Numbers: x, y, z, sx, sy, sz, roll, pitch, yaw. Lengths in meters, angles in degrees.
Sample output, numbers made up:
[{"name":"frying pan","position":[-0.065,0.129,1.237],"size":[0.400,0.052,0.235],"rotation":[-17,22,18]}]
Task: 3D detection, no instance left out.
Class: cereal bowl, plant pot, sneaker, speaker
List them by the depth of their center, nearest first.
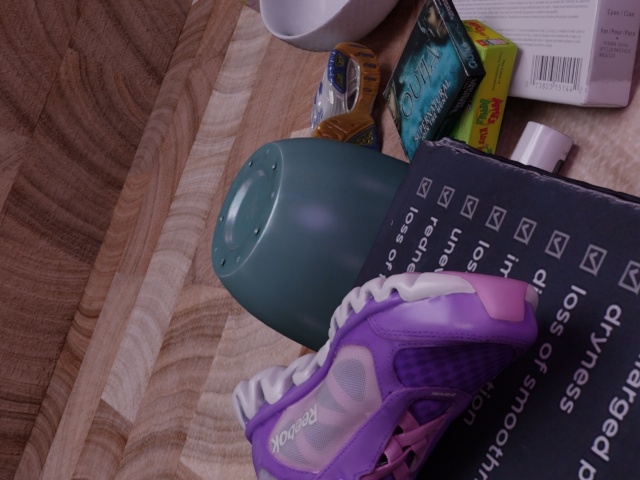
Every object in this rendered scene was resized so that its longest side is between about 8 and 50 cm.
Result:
[{"name":"sneaker","position":[0.030,0.098,0.426],"size":[0.236,0.095,0.104],"rotation":[-45,40,47]},{"name":"speaker","position":[0.222,-0.059,0.882],"size":[0.136,0.055,0.055],"rotation":[-65,26,5]},{"name":"plant pot","position":[0.000,0.000,1.057],"size":[0.293,0.235,0.293],"rotation":[-44,34,41]},{"name":"sneaker","position":[0.032,-0.169,1.313],"size":[0.131,0.112,0.296],"rotation":[127,158,-65]},{"name":"cereal bowl","position":[0.052,-0.479,1.417],"size":[0.339,0.141,0.339],"rotation":[-25,55,41]}]

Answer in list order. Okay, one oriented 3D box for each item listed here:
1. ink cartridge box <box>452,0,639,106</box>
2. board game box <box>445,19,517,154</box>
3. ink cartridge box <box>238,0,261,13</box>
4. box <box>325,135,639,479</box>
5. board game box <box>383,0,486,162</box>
[{"name":"ink cartridge box","position":[0.241,-0.295,0.915],"size":[0.296,0.066,0.261],"rotation":[-146,55,-63]},{"name":"board game box","position":[0.175,-0.160,0.964],"size":[0.092,0.043,0.181],"rotation":[-123,31,-50]},{"name":"ink cartridge box","position":[-0.127,-0.564,1.617],"size":[0.207,0.353,0.119],"rotation":[-3,67,62]},{"name":"box","position":[0.173,0.240,0.457],"size":[0.480,0.297,0.472],"rotation":[-64,24,6]},{"name":"board game box","position":[0.130,-0.187,0.971],"size":[0.186,0.026,0.126],"rotation":[115,142,-57]}]
